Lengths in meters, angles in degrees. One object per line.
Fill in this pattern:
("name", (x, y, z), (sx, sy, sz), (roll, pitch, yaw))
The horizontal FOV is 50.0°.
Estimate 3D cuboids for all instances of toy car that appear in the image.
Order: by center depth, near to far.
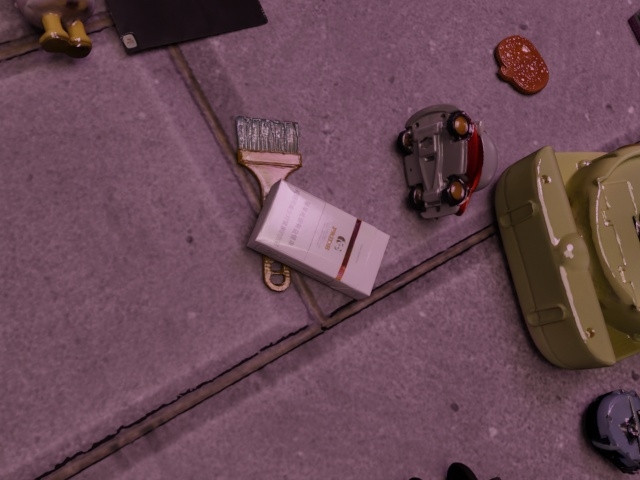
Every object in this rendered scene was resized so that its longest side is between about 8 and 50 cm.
("toy car", (0.173, -0.097, 0.871), (0.112, 0.112, 0.139), (0, 86, -34))

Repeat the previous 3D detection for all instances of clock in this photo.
("clock", (0.417, 0.002, 0.909), (0.349, 0.117, 0.286), (-10, 80, -20))

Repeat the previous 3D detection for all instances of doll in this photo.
("doll", (-0.311, -0.306, 0.770), (0.129, 0.081, 0.207), (-6, 72, -56))

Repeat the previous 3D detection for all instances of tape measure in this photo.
("tape measure", (0.383, 0.241, 0.870), (0.091, 0.054, 0.094), (-40, 93, -29))

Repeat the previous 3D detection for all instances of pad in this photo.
("pad", (-0.169, -0.302, 0.851), (0.193, 0.004, 0.116), (-22, 84, -26))

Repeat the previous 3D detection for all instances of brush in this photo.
("brush", (-0.058, -0.046, 0.824), (0.083, 0.010, 0.218), (1, 76, -18))

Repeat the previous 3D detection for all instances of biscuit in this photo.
("biscuit", (0.287, -0.251, 0.987), (0.078, 0.015, 0.091), (-27, 85, -21))

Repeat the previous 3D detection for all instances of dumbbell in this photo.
("dumbbell", (0.139, 0.291, 0.769), (0.147, 0.069, 0.069), (-12, 80, -21))

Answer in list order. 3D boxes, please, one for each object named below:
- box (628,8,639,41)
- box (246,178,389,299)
("box", (0.587, -0.364, 1.101), (0.207, 0.041, 0.049), (-19, 80, -22))
("box", (0.000, 0.000, 0.808), (0.154, 0.040, 0.083), (27, 67, -18))
